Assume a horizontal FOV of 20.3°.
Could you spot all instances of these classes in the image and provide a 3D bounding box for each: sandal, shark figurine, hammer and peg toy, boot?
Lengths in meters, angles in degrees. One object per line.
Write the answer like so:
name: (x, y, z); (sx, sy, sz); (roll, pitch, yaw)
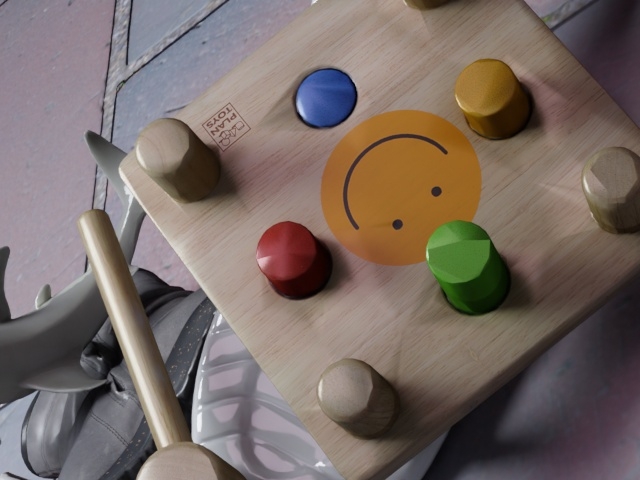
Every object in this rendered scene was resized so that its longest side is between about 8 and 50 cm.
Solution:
sandal: (0.039, 0.010, 1.145); (0.169, 0.102, 0.416); (10, 75, 20)
shark figurine: (-0.174, 0.056, 1.252); (0.116, 0.166, 0.278); (21, 51, 41)
hammer and peg toy: (0.000, 0.000, 1.032); (0.361, 0.127, 0.266); (-38, 68, 2)
boot: (-0.152, 0.169, 1.255); (0.223, 0.118, 0.338); (-3, 46, 55)

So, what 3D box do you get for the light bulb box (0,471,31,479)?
light bulb box: (-0.031, 0.328, 0.727); (0.361, 0.225, 0.358); (16, 82, 53)
